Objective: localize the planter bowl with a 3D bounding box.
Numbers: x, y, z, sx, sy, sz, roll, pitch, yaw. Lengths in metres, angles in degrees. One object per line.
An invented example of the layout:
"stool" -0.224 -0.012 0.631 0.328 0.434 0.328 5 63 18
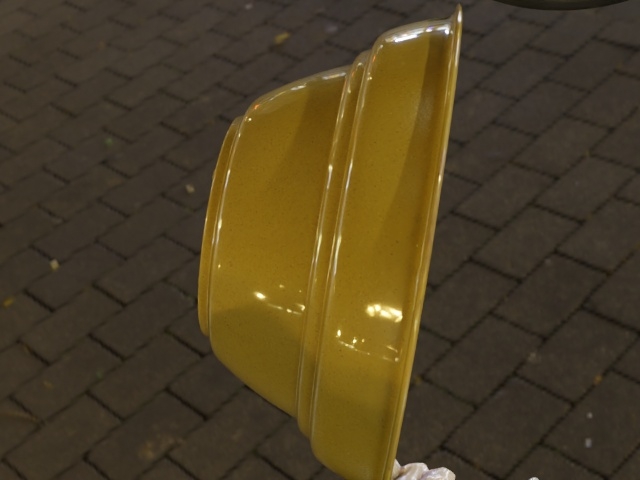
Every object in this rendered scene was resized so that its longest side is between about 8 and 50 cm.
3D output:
"planter bowl" 0.000 0.000 0.481 0.090 0.217 0.217 10 42 3

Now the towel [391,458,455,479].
"towel" -0.061 0.298 0.554 0.053 0.316 0.332 28 40 36

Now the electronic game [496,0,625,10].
"electronic game" 0.176 -0.255 0.794 0.229 0.048 0.229 -5 59 8

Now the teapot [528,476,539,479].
"teapot" 0.263 0.380 1.187 0.187 0.256 0.252 31 69 3
